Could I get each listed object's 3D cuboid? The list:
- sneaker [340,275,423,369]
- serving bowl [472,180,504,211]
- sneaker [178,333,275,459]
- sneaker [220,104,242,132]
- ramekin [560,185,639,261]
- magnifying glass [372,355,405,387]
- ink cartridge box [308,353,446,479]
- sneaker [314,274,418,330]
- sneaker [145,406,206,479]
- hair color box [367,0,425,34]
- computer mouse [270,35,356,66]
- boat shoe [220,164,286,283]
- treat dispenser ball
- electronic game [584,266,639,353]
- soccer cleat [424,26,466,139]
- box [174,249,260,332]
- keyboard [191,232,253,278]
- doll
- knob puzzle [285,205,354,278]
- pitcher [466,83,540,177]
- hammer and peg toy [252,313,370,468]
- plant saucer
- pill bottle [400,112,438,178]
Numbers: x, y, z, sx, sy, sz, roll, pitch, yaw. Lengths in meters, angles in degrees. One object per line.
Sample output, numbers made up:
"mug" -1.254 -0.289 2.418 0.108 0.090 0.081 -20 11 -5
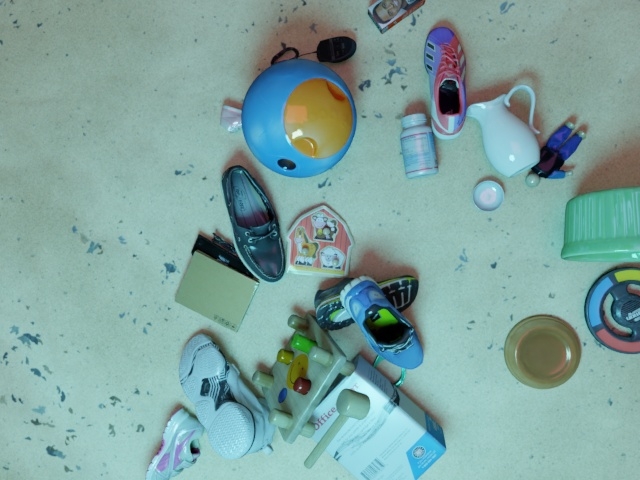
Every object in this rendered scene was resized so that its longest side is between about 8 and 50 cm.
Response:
"sneaker" 0.169 0.238 1.263 0.130 0.147 0.330 -38 124 4
"serving bowl" 0.447 -0.117 1.361 0.083 0.027 0.083 0 90 4
"sneaker" -0.245 0.426 1.378 0.137 0.210 0.366 -39 54 4
"sneaker" -0.215 -0.322 1.399 0.134 0.051 0.070 18 94 7
"ramekin" 0.738 -0.033 1.212 0.303 0.303 0.148 0 83 4
"magnifying glass" 0.187 0.296 1.392 0.092 0.026 0.231 0 90 5
"ink cartridge box" 0.138 0.493 1.338 0.307 0.129 0.223 41 102 2
"sneaker" 0.118 0.139 1.351 0.300 0.121 0.111 -11 122 -14
"sneaker" -0.397 0.601 1.404 0.111 0.103 0.252 22 93 5
"hair color box" 0.204 -0.629 1.363 0.141 0.043 0.072 -35 89 5
"computer mouse" -0.019 -0.505 1.391 0.242 0.041 0.071 -6 82 11
"boat shoe" -0.173 -0.047 1.357 0.127 0.113 0.340 -16 87 -18
"treat dispenser ball" -0.054 -0.301 1.269 0.288 0.288 0.288 0 91 4
"electronic game" 0.810 0.183 1.329 0.229 0.048 0.229 0 91 4
"soccer cleat" 0.326 -0.423 1.302 0.109 0.116 0.318 -1 77 7
"box" -0.289 0.142 1.416 0.201 0.021 0.164 26 102 4
"keyboard" -0.264 0.045 1.425 0.192 0.038 0.100 31 117 2
"doll" 0.614 -0.216 1.338 0.129 0.046 0.189 42 93 4
"knob puzzle" 0.000 0.000 1.380 0.213 0.030 0.213 1 85 -7
"pitcher" 0.497 -0.284 1.306 0.178 0.125 0.207 -28 80 14
"hammer and peg toy" -0.038 0.360 1.251 0.127 0.361 0.266 30 95 -26
"plant saucer" 0.595 0.301 1.354 0.200 0.037 0.200 0 92 4
"pill bottle" 0.258 -0.249 1.344 0.087 0.087 0.160 -9 90 5
